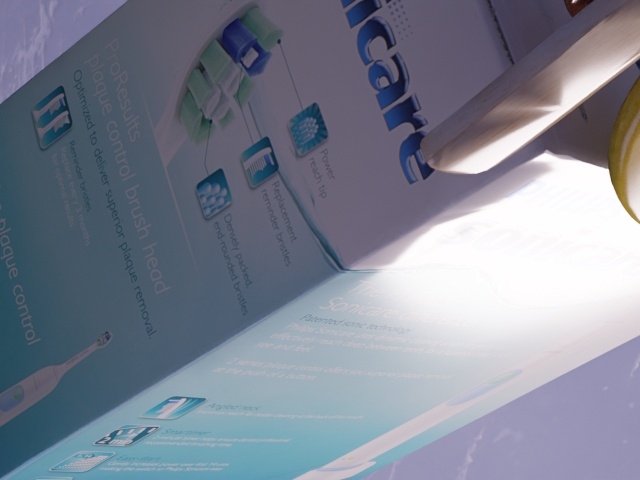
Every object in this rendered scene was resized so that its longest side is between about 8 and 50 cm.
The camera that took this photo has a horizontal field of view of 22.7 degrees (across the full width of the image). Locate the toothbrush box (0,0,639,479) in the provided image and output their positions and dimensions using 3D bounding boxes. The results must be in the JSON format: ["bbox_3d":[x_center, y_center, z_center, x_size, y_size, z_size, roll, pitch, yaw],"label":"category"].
[{"bbox_3d":[0.000,0.000,0.573,0.216,0.295,0.126,7,-122,-50],"label":"toothbrush box"}]

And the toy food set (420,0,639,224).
[{"bbox_3d":[0.127,-0.062,0.409,0.218,0.128,0.071,12,-134,-42],"label":"toy food set"}]
